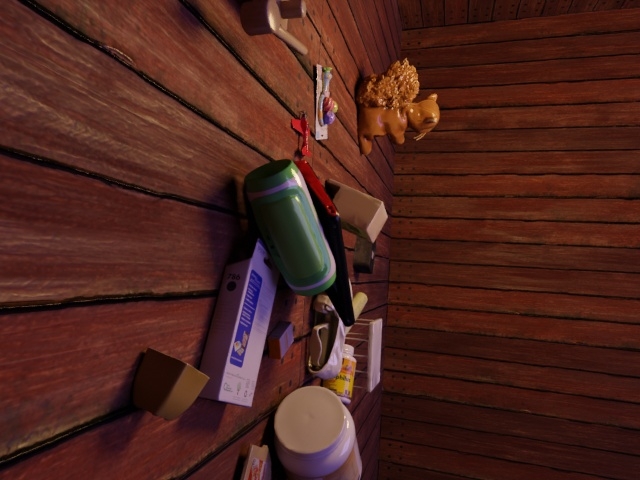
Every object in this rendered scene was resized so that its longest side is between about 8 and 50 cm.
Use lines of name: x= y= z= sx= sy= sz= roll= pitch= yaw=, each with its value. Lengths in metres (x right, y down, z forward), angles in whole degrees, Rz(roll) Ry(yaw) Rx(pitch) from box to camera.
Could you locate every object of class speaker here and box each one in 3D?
speaker: x=-0.062 y=-0.024 z=0.972 sx=0.131 sy=0.131 sz=0.296 roll=-63 pitch=138 yaw=-54

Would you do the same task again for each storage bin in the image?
storage bin: x=0.221 y=0.066 z=2.170 sx=0.122 sy=0.084 sz=0.180 roll=59 pitch=37 yaw=-62

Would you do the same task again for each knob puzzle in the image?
knob puzzle: x=-0.166 y=0.599 z=1.059 sx=0.213 sy=0.030 sz=0.213 roll=2 pitch=90 yaw=-73

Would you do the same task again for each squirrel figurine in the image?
squirrel figurine: x=0.369 y=-0.627 z=2.055 sx=0.397 sy=0.370 sz=0.281 roll=72 pitch=27 yaw=-50

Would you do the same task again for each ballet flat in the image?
ballet flat: x=0.025 y=0.278 z=1.509 sx=0.139 sy=0.139 sz=0.400 roll=33 pitch=62 yaw=-71

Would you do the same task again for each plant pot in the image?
plant pot: x=-0.240 y=0.229 z=0.679 sx=0.083 sy=0.081 sz=0.081 roll=-65 pitch=155 yaw=-25

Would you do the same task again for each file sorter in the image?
file sorter: x=0.159 y=0.475 z=1.870 sx=0.193 sy=0.173 sz=0.277 roll=15 pitch=77 yaw=-72

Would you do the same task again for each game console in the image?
game console: x=0.000 y=0.000 z=1.194 sx=0.342 sy=0.060 sz=0.386 roll=-116 pitch=-169 yaw=-52

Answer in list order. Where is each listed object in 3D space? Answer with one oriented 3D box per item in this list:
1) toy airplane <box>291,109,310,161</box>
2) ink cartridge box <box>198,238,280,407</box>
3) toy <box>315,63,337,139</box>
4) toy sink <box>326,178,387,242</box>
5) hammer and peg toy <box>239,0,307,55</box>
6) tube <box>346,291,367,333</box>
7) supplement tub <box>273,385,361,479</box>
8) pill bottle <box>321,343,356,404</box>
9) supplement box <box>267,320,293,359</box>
toy airplane: x=-0.050 y=-0.313 z=1.305 sx=0.151 sy=0.028 sz=0.151 roll=3 pitch=90 yaw=-71
ink cartridge box: x=-0.167 y=0.175 z=0.935 sx=0.165 sy=0.065 sz=0.332 roll=61 pitch=37 yaw=-60
toy: x=0.026 y=-0.467 z=1.486 sx=0.137 sy=0.056 sz=0.237 roll=-38 pitch=128 yaw=-67
toy sink: x=0.109 y=-0.105 z=1.610 sx=0.131 sy=0.234 sz=0.153 roll=-59 pitch=158 yaw=-9
hammer and peg toy: x=-0.114 y=-0.555 z=0.891 sx=0.266 sy=0.127 sz=0.361 roll=23 pitch=70 yaw=-74
tube: x=0.134 y=0.290 z=1.793 sx=0.070 sy=0.062 sz=0.240 roll=50 pitch=29 yaw=-3
supplement tub: x=-0.007 y=0.588 z=1.245 sx=0.228 sy=0.228 sz=0.316 roll=-68 pitch=155 yaw=-48
pill bottle: x=0.073 y=0.516 z=1.689 sx=0.117 sy=0.117 sz=0.215 roll=65 pitch=31 yaw=-57
supplement box: x=-0.108 y=0.270 z=1.188 sx=0.098 sy=0.036 sz=0.062 roll=-46 pitch=136 yaw=-65
